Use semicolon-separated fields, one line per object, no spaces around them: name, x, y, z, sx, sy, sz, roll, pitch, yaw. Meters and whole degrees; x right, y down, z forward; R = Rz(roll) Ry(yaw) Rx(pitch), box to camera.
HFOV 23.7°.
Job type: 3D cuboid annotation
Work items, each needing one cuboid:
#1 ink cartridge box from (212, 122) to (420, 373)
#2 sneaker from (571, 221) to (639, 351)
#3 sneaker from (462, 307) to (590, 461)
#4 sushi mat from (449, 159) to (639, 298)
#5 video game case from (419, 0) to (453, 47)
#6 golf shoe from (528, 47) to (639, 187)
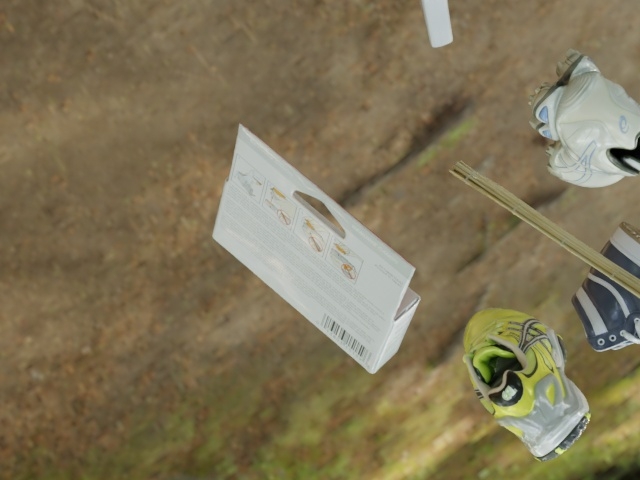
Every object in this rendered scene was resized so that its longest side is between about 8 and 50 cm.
ink cartridge box;0.000;0.000;1.803;0.060;0.275;0.239;-40;162;-33
sneaker;0.450;0.120;1.958;0.153;0.282;0.099;-53;155;13
sneaker;0.286;0.176;2.286;0.147;0.385;0.145;42;96;-21
sushi mat;0.290;0.012;1.672;0.019;0.316;0.151;-57;156;6
video game case;0.080;-0.304;1.385;0.026;0.206;0.227;-15;169;5
golf shoe;0.200;-0.061;1.040;0.069;0.086;0.176;-54;155;3
